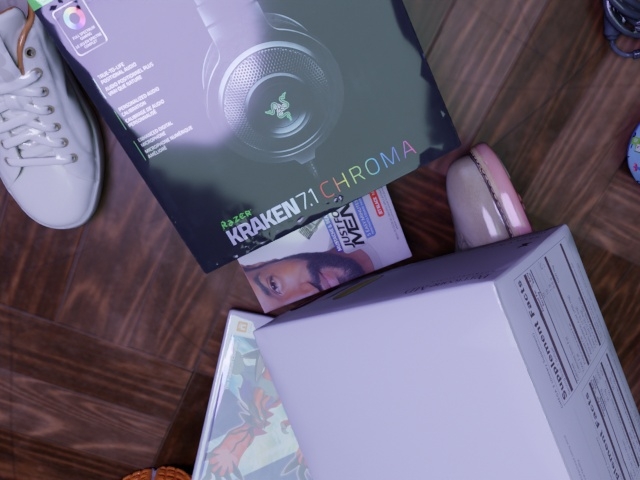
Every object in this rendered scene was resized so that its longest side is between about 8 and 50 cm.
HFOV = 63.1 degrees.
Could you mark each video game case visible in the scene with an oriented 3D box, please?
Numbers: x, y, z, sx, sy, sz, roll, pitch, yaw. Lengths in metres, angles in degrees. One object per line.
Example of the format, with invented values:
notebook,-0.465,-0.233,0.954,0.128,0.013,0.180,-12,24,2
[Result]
video game case,-0.035,0.194,0.596,0.184,0.023,0.201,12,87,-8

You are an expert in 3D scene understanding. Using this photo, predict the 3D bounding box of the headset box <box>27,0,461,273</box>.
headset box,-0.058,-0.160,0.444,0.247,0.131,0.283,-26,109,6

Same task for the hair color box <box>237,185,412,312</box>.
hair color box,0.000,0.000,0.549,0.167,0.053,0.093,-22,111,6

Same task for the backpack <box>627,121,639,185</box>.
backpack,0.410,-0.082,0.511,0.173,0.117,0.158,37,103,-13

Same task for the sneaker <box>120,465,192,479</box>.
sneaker,-0.151,0.350,0.651,0.263,0.099,0.120,-11,115,2

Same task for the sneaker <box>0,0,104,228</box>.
sneaker,-0.269,-0.134,0.447,0.106,0.123,0.289,-6,112,-3

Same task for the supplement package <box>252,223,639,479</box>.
supplement package,0.101,0.127,0.460,0.262,0.145,0.203,-20,93,44

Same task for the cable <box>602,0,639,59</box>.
cable,0.348,-0.262,0.482,0.185,0.047,0.150,-19,106,6

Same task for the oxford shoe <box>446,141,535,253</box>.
oxford shoe,0.164,0.099,0.555,0.147,0.140,0.396,-10,108,11
